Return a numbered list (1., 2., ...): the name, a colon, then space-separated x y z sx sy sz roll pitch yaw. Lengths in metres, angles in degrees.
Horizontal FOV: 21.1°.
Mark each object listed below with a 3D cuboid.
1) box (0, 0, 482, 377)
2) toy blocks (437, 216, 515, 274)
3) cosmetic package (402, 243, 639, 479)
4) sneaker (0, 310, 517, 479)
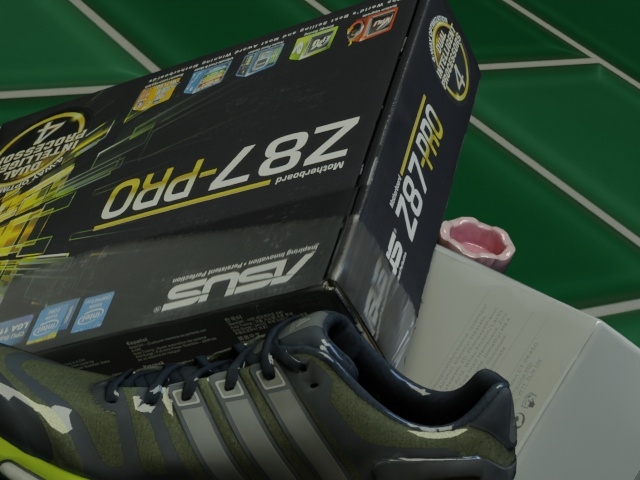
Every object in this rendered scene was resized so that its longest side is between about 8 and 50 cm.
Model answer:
1. box: -0.104 -0.004 1.164 0.395 0.097 0.318 -14 36 28
2. toy blocks: 0.000 0.000 1.333 0.309 0.260 0.288 17 28 2
3. cosmetic package: 0.142 0.122 1.089 0.224 0.138 0.224 35 -6 -34
4. sneaker: -0.038 0.087 0.876 0.300 0.121 0.111 13 16 -2
